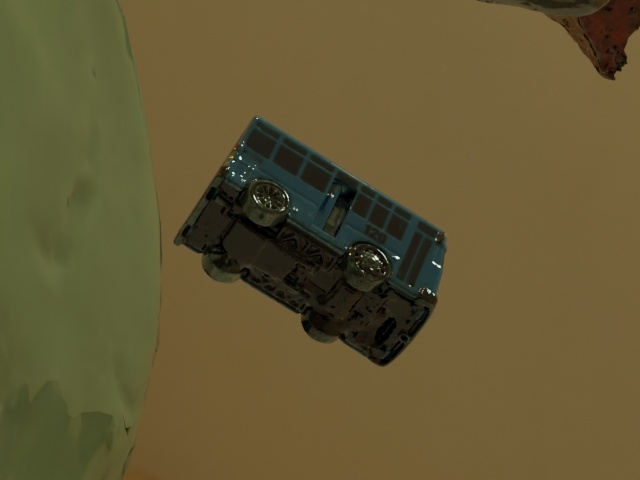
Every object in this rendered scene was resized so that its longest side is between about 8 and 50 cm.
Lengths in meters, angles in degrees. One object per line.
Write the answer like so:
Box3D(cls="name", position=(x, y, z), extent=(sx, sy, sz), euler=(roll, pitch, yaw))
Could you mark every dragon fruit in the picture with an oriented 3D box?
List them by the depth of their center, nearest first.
Box3D(cls="dragon fruit", position=(0.140, -0.163, 1.081), extent=(0.131, 0.063, 0.097), euler=(-120, -145, -46))

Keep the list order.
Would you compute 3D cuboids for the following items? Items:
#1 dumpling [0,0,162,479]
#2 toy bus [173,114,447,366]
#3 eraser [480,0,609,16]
Box3D(cls="dumpling", position=(-0.142, 0.019, 0.461), extent=(0.212, 0.320, 0.270), euler=(24, -29, -8))
Box3D(cls="toy bus", position=(0.000, 0.000, 1.327), extent=(0.185, 0.106, 0.090), euler=(32, -48, -6))
Box3D(cls="eraser", position=(0.119, -0.290, 0.867), extent=(0.111, 0.077, 0.352), euler=(12, -95, 16))
